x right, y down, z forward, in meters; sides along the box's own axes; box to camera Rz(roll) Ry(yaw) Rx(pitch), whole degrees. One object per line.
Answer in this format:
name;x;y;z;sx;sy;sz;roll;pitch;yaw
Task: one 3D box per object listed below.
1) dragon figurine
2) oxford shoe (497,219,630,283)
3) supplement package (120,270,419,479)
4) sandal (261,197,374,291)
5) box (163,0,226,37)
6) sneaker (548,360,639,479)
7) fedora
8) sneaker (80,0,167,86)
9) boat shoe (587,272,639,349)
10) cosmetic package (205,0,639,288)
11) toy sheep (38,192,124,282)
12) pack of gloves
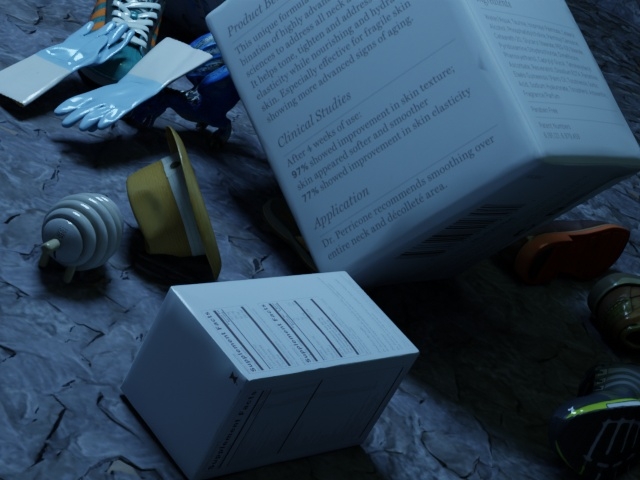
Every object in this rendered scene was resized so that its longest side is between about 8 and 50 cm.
dragon figurine;-0.131;-0.222;1.847;0.085;0.289;0.144;53;-2;38
oxford shoe;0.362;-0.002;2.044;0.271;0.097;0.098;-2;33;-45
supplement package;-0.048;0.127;1.357;0.244;0.139;0.134;-3;41;-47
sandal;0.000;0.000;1.733;0.180;0.049;0.072;44;30;16
box;-0.170;-0.418;2.091;0.231;0.126;0.262;34;-16;11
sneaker;0.349;0.208;1.658;0.121;0.111;0.300;33;19;34
fedora;-0.172;-0.034;1.562;0.079;0.194;0.194;-18;39;-6
sneaker;-0.279;-0.313;1.954;0.108;0.121;0.302;18;28;-19
boat shoe;0.528;0.126;1.970;0.307;0.110;0.104;4;37;-23
cosmetic package;0.133;-0.187;1.712;0.327;0.329;0.393;-4;67;-56
toy sheep;-0.256;-0.006;1.459;0.091;0.091;0.132;31;26;6
pack of gloves;-0.286;-0.204;1.771;0.195;0.046;0.232;24;44;28
